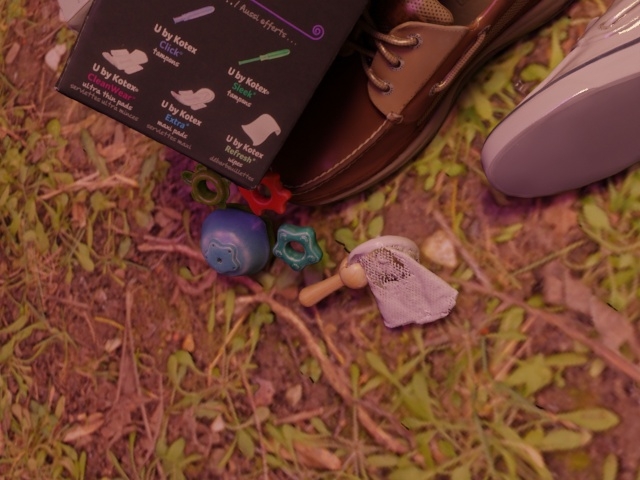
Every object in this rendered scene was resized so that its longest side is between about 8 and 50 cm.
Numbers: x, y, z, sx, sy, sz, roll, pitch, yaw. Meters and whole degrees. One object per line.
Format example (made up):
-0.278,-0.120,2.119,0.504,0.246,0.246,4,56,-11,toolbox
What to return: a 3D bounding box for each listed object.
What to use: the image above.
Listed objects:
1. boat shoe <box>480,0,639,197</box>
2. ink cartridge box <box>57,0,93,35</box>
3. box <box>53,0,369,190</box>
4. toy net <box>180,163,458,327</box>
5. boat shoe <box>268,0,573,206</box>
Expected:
0.220,-0.123,0.386,0.258,0.095,0.084,-30,45,16,boat shoe
-0.138,-0.249,0.529,0.175,0.127,0.072,-34,70,17,ink cartridge box
-0.042,-0.199,0.390,0.143,0.165,0.270,27,111,-20,box
0.000,0.000,0.469,0.232,0.045,0.122,13,123,15,toy net
0.065,-0.158,0.434,0.324,0.116,0.123,-46,69,14,boat shoe
